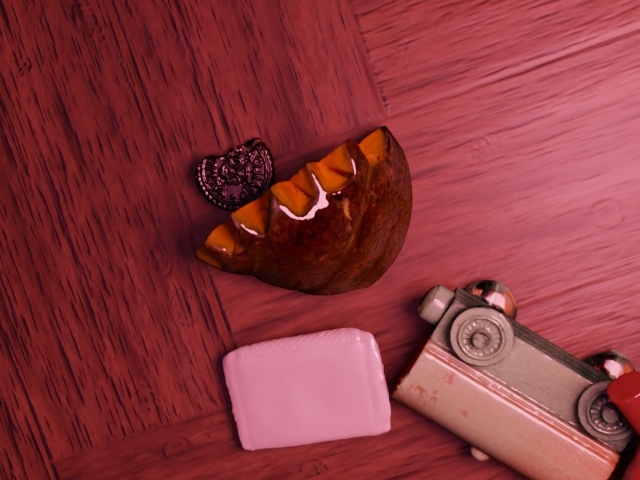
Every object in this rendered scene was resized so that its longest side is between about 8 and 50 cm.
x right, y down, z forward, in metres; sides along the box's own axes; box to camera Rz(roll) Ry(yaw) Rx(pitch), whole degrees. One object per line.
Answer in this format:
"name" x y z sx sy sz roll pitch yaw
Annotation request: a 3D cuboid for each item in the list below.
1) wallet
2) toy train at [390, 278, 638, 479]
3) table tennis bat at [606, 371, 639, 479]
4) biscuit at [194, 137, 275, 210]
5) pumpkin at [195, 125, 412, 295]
"wallet" -0.015 0.165 1.195 0.183 0.032 0.124 -11 95 13
"toy train" 0.213 0.166 1.156 0.285 0.116 0.177 30 109 0
"table tennis bat" 0.379 0.248 1.112 0.200 0.038 0.310 -36 118 3
"biscuit" -0.094 -0.076 1.191 0.087 0.027 0.089 20 97 2
"pumpkin" 0.000 0.000 1.140 0.254 0.130 0.149 -33 91 5
